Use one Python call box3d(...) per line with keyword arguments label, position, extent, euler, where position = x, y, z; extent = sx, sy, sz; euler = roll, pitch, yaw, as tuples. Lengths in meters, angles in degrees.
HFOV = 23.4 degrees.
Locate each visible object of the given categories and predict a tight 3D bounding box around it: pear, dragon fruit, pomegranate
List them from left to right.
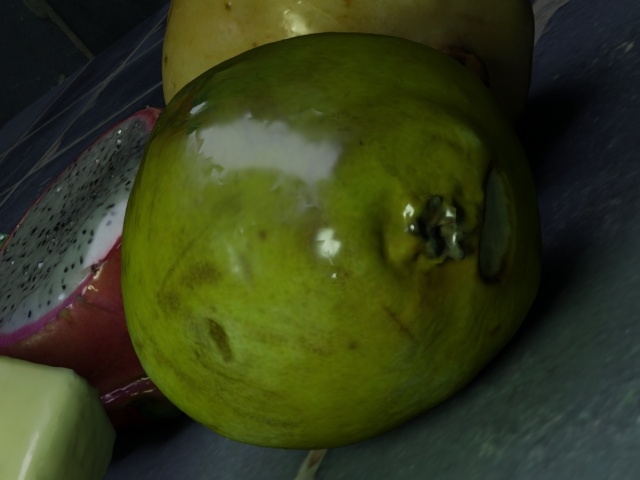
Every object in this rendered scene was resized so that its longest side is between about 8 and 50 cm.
box3d(label="dragon fruit", position=(-0.159, 0.046, 1.331), extent=(0.290, 0.189, 0.290), euler=(-40, 23, 21))
box3d(label="pear", position=(0.000, 0.000, 0.951), extent=(0.269, 0.269, 0.321), euler=(-45, 13, -10))
box3d(label="pomegranate", position=(0.018, -0.141, 1.207), extent=(0.307, 0.307, 0.307), euler=(-38, 17, 13))

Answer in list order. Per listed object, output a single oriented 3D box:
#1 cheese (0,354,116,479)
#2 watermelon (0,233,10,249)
box3d(label="cheese", position=(-0.288, 0.204, 1.011), extent=(0.242, 0.124, 0.265), euler=(5, 58, 20))
box3d(label="watermelon", position=(-0.301, 0.129, 1.480), extent=(0.140, 0.193, 0.257), euler=(-16, 44, 58))
